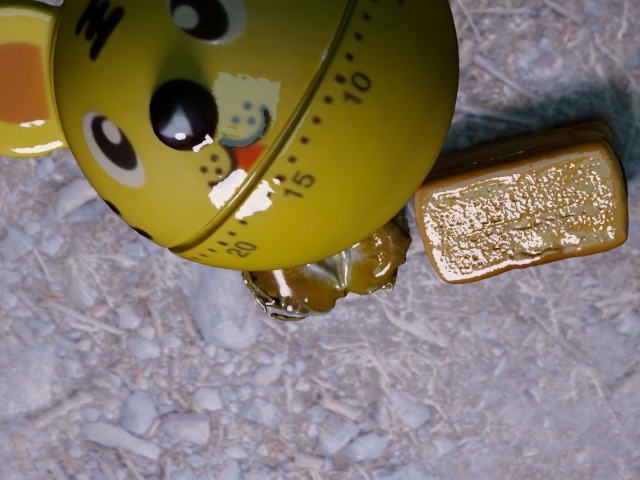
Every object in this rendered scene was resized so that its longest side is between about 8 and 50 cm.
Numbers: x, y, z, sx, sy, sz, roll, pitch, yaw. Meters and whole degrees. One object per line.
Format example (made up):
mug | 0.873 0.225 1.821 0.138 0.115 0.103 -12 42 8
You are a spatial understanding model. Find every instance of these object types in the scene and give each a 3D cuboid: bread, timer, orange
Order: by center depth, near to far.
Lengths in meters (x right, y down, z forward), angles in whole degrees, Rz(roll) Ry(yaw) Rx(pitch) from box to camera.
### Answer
timer | -0.090 -0.158 1.305 0.387 0.376 0.376 29 119 -21
bread | 0.190 -0.036 1.501 0.200 0.077 0.116 -14 118 16
orange | 0.000 0.000 1.523 0.170 0.112 0.160 18 119 -42
